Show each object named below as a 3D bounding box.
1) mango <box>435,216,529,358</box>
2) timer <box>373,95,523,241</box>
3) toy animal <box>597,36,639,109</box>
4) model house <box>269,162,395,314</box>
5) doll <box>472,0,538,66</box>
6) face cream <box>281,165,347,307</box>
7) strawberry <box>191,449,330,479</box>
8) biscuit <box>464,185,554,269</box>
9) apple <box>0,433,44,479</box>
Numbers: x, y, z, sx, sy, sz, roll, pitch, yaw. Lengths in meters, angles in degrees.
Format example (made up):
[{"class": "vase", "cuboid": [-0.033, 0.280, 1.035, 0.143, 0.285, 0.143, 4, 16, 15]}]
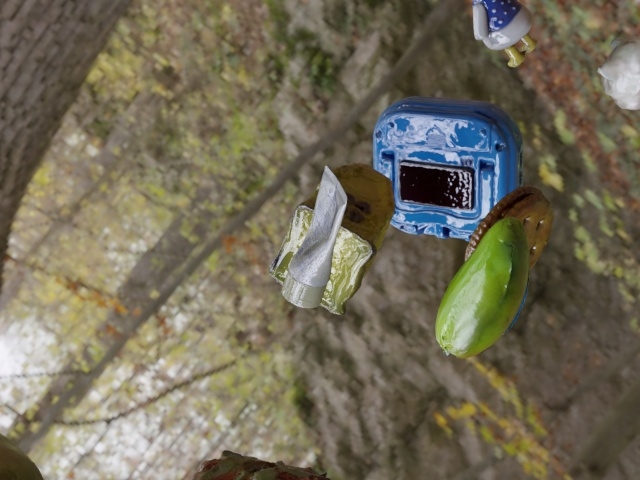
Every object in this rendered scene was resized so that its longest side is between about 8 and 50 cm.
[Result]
[{"class": "mango", "cuboid": [0.250, 0.073, 1.720, 0.111, 0.232, 0.125, 27, -162, 12]}, {"class": "timer", "cuboid": [0.273, -0.153, 2.529, 0.340, 0.309, 0.115, 8, -157, 27]}, {"class": "toy animal", "cuboid": [0.563, -0.252, 1.916, 0.188, 0.266, 0.308, 45, -130, -5]}, {"class": "model house", "cuboid": [0.048, -0.015, 2.137, 0.175, 0.193, 0.234, 32, -140, 12]}, {"class": "doll", "cuboid": [0.301, -0.448, 2.114, 0.119, 0.138, 0.293, 11, 147, 54]}, {"class": "face cream", "cuboid": [0.000, 0.000, 1.877, 0.070, 0.224, 0.114, 7, -151, -23]}, {"class": "strawberry", "cuboid": [-0.109, 0.569, 2.078, 0.318, 0.345, 0.295, 8, 177, 23]}, {"class": "biscuit", "cuboid": [0.370, -0.002, 2.235, 0.066, 0.220, 0.220, 39, -170, 33]}, {"class": "apple", "cuboid": [-0.651, 0.499, 2.033, 0.357, 0.357, 0.357, 37, -168, -9]}]
